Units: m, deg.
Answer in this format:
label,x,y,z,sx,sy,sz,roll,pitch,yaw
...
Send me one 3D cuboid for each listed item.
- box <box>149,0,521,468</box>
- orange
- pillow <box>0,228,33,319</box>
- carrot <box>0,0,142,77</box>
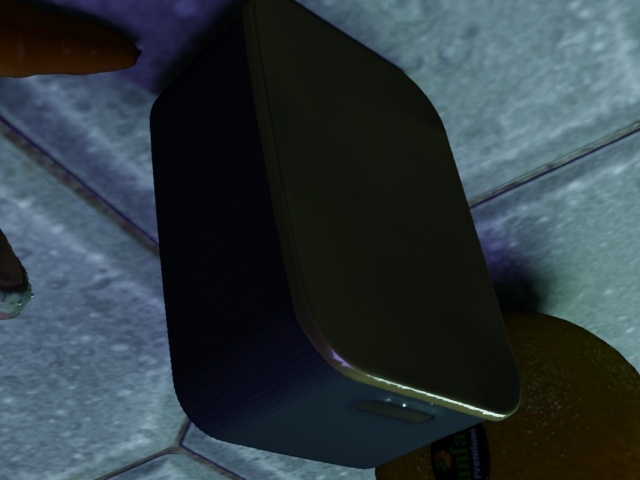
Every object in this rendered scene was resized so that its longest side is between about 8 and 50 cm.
label,x,y,z,sx,sy,sz,roll,pitch,yaw
box,0.000,0.000,0.461,0.144,0.201,0.090,21,135,-42
orange,0.149,0.167,0.720,0.236,0.236,0.236,-10,144,-7
pillow,-0.217,-0.025,0.401,0.179,0.171,0.075,15,101,-33
carrot,-0.226,-0.090,0.371,0.336,0.069,0.069,6,140,-32
